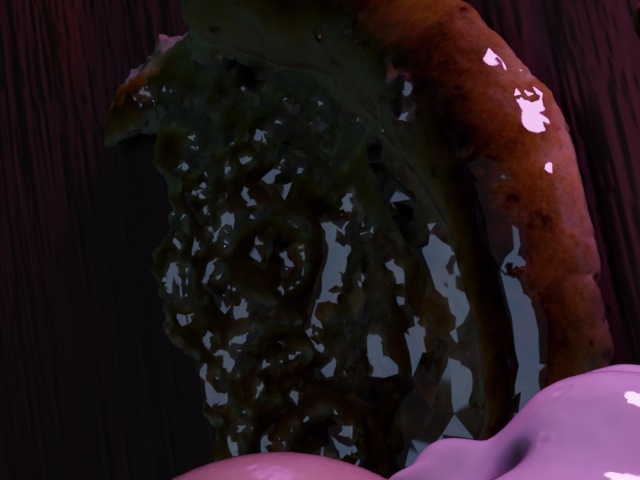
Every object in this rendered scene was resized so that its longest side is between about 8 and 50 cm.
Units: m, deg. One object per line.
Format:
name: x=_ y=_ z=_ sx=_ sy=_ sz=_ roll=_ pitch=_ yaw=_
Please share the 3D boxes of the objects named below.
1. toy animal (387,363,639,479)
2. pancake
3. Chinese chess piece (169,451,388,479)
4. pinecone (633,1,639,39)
toy animal: x=0.123 y=0.172 z=0.740 sx=0.241 sy=0.367 sz=0.196 roll=47 pitch=112 yaw=29
pancake: x=0.004 y=-0.001 z=1.068 sx=0.305 sy=0.067 sz=0.427 roll=-28 pitch=67 yaw=33
Chinese chess piece: x=-0.018 y=0.239 z=0.978 sx=0.273 sy=0.102 sz=0.273 roll=5 pitch=96 yaw=46
pinecone: x=0.202 y=-0.103 z=0.893 sx=0.121 sy=0.140 sz=0.140 roll=13 pitch=89 yaw=67
